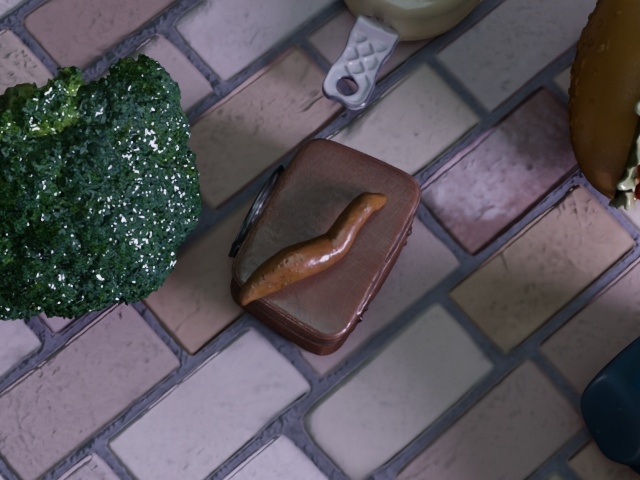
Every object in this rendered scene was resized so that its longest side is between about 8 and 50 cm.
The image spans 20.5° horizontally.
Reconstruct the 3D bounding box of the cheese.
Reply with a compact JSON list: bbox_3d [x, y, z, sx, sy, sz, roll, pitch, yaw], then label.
[{"bbox_3d":[0.093,-0.242,1.819,0.163,0.071,0.248,7,69,-2],"label":"cheese"}]

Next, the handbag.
[{"bbox_3d":[0.000,0.000,1.723,0.151,0.072,0.193,30,72,6],"label":"handbag"}]

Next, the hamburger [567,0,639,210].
[{"bbox_3d":[0.348,-0.151,1.714,0.212,0.274,0.274,14,69,10],"label":"hamburger"}]

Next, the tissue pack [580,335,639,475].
[{"bbox_3d":[0.396,0.193,1.623,0.206,0.198,0.287,-31,74,-13],"label":"tissue pack"}]

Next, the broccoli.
[{"bbox_3d":[-0.244,-0.051,1.641,0.245,0.265,0.294,26,74,44],"label":"broccoli"}]

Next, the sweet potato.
[{"bbox_3d":[-0.003,0.009,1.663,0.179,0.044,0.044,-35,77,-15],"label":"sweet potato"}]
